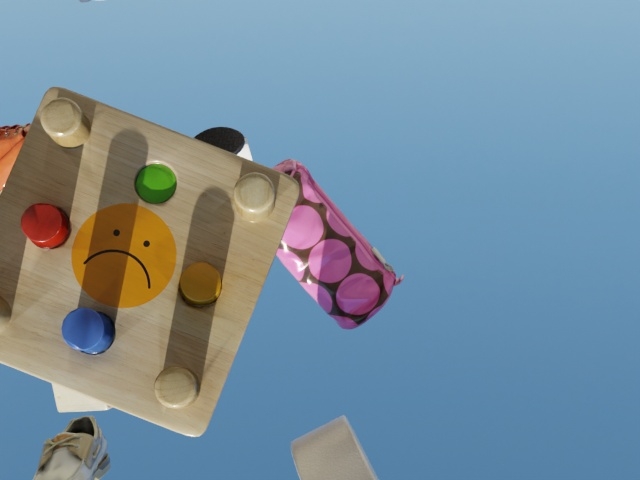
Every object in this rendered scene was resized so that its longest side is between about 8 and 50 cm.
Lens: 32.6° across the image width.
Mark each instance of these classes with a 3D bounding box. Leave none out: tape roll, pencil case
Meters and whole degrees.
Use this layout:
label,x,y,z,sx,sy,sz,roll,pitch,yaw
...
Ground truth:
label,x,y,z,sx,sy,sz,roll,pitch,yaw
tape roll,0.082,0.372,1.152,0.072,0.392,0.392,-26,-154,-2
pencil case,0.000,0.000,1.280,0.098,0.209,0.095,-33,-161,27

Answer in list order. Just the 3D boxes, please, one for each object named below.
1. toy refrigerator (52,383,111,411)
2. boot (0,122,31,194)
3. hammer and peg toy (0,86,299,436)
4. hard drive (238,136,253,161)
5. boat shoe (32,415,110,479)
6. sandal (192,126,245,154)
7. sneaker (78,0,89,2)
label,x,y,z,sx,sy,sz,roll,pitch,yaw
toy refrigerator,-0.267,0.151,1.542,0.094,0.102,0.269,-7,-172,27
boot,-0.336,-0.111,1.223,0.084,0.158,0.059,45,-162,5
hammer and peg toy,-0.230,0.004,0.994,0.361,0.266,0.127,20,172,0
hard drive,-0.283,-0.083,2.291,0.318,0.210,0.040,-15,-144,-1
boat shoe,-0.432,0.377,1.847,0.113,0.103,0.302,-9,-175,0
sandal,-0.189,-0.105,1.616,0.179,0.040,0.067,-38,-121,-6
sneaker,-0.271,-0.486,1.639,0.323,0.130,0.236,-31,174,2
